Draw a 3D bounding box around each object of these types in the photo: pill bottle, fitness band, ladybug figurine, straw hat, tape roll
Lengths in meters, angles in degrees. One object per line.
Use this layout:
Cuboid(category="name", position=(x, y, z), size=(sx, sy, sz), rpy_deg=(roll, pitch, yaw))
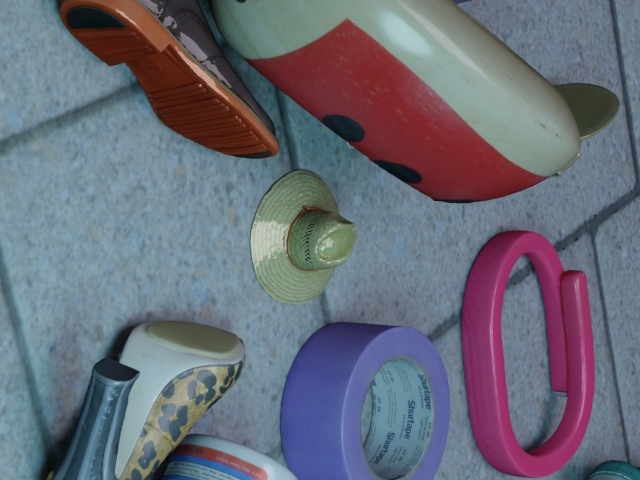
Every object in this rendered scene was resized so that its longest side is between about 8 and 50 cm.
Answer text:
Cuboid(category="pill bottle", position=(-0.111, 0.295, 1.639), size=(0.124, 0.124, 0.221), rpy_deg=(45, 60, -43))
Cuboid(category="fitness band", position=(0.241, 0.132, 2.143), size=(0.209, 0.054, 0.290), rpy_deg=(-19, 106, -47))
Cuboid(category="ladybug figurine", position=(0.062, -0.171, 1.724), size=(0.449, 0.305, 0.162), rpy_deg=(35, 100, -29))
Cuboid(category="straw hat", position=(0.000, 0.000, 1.816), size=(0.144, 0.061, 0.144), rpy_deg=(-3, 94, -51))
Cuboid(category="tape roll", position=(0.048, 0.179, 1.872), size=(0.189, 0.080, 0.189), rpy_deg=(-6, 97, -51))

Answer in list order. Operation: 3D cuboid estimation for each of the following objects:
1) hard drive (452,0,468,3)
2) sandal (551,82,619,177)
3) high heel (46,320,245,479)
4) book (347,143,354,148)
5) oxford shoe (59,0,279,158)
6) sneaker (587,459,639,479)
Cuboid(category="hard drive", position=(0.126, -0.314, 1.944), size=(0.022, 0.094, 0.135), rpy_deg=(-115, -169, -70))
Cuboid(category="sandal", position=(0.253, -0.104, 2.142), size=(0.240, 0.088, 0.079), rpy_deg=(-34, 149, -38))
Cuboid(category="high heel", position=(-0.156, 0.174, 1.639), size=(0.261, 0.093, 0.186), rpy_deg=(-18, 130, -63))
Cuboid(category="book", position=(0.054, -0.178, 1.900), size=(0.096, 0.035, 0.144), rpy_deg=(57, 50, -32))
Cuboid(category="oxford shoe", position=(-0.115, -0.168, 1.636), size=(0.271, 0.097, 0.098), rpy_deg=(45, 52, -43))
Cuboid(category="sneaker", position=(0.417, 0.326, 2.338), size=(0.302, 0.108, 0.121), rpy_deg=(48, 54, -51))
